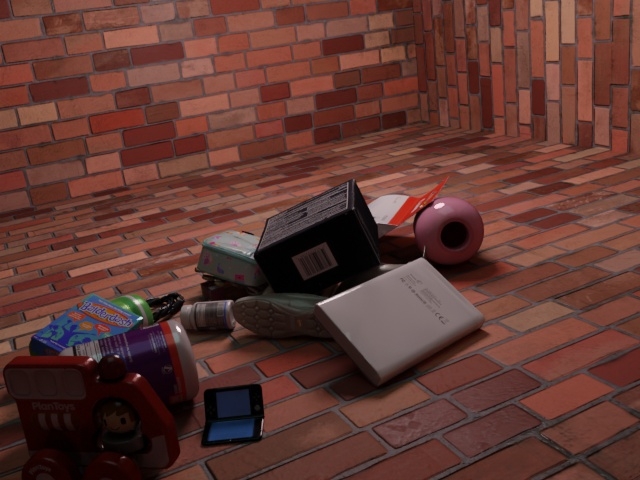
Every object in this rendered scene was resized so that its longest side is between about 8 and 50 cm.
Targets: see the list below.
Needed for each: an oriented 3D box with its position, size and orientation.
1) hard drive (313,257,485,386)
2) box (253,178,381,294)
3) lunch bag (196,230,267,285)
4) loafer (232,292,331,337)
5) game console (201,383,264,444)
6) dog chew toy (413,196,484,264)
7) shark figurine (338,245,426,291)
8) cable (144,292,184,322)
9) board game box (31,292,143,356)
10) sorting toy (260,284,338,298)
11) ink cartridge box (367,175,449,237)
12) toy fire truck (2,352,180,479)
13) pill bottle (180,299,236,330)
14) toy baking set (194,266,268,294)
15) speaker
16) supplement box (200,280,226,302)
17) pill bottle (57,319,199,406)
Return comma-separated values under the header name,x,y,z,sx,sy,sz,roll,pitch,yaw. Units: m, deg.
name,x,y,z,sx,sy,sz,roll,pitch,yaw
hard drive,0.189,0.179,1.641,0.353,0.047,0.233,-20,54,-36
box,0.000,0.000,1.928,0.296,0.183,0.294,-24,18,12
lunch bag,-0.225,0.051,2.121,0.224,0.108,0.279,15,13,14
loafer,-0.066,0.188,1.791,0.319,0.112,0.111,6,16,15
game console,-0.178,0.348,1.407,0.122,0.107,0.071,-6,-10,2
dog chew toy,0.381,-0.043,2.170,0.206,0.207,0.332,-8,11,-1
shark figurine,0.184,0.072,1.954,0.278,0.116,0.166,-15,-5,-6
cable,-0.488,0.196,2.010,0.150,0.047,0.184,0,20,22
board game box,-0.550,0.222,1.664,0.160,0.047,0.210,22,33,15
sorting toy,-0.067,0.150,1.968,0.208,0.038,0.193,4,21,11
ink cartridge box,0.215,-0.096,2.263,0.385,0.091,0.308,-35,4,28
toy fire truck,-0.414,0.325,1.268,0.302,0.254,0.169,-3,19,14
pill bottle,-0.300,0.202,1.871,0.137,0.078,0.078,-4,19,9
toy baking set,-0.251,0.123,2.103,0.256,0.030,0.197,11,12,-13
speaker,-0.578,0.241,1.785,0.131,0.131,0.296,9,24,40
supplement box,-0.315,0.154,2.055,0.043,0.055,0.083,-17,22,-26
pill bottle,-0.433,0.293,1.488,0.323,0.181,0.181,-15,20,-19
